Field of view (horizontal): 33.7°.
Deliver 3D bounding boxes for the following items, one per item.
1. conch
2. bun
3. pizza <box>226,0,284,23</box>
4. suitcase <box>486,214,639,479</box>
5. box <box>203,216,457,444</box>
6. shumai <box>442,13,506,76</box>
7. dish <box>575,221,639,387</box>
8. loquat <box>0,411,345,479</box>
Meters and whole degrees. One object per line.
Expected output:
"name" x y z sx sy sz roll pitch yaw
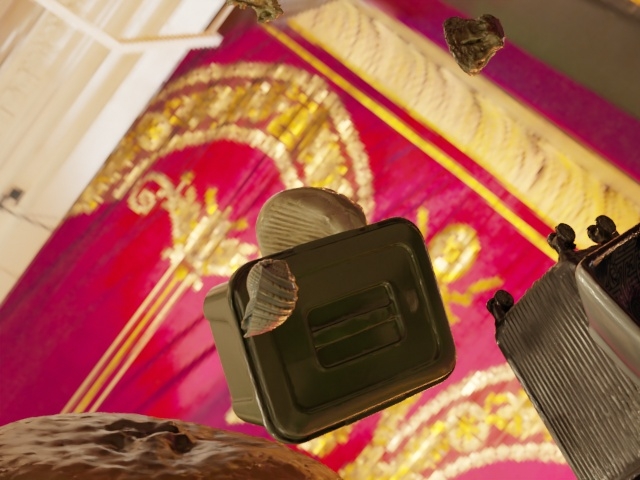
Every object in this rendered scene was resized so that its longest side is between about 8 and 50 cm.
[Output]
"conch" -0.052 0.062 1.106 0.057 0.085 0.076 8 -169 -2
"bun" 0.000 0.000 1.879 0.231 0.231 0.133 39 -147 9
"pizza" -0.166 -0.461 1.736 0.287 0.280 0.075 49 -145 2
"suitcase" 0.336 0.145 1.211 0.128 0.202 0.312 -10 -120 -33
"box" 0.008 0.126 1.500 0.178 0.329 0.252 -18 89 60
"shumai" 0.261 -0.337 1.750 0.099 0.087 0.123 41 -148 -34
"dish" 0.342 0.074 1.022 0.182 0.080 0.243 49 -140 15
"loquat" -0.082 0.185 0.432 0.263 0.263 0.263 37 -173 -6
